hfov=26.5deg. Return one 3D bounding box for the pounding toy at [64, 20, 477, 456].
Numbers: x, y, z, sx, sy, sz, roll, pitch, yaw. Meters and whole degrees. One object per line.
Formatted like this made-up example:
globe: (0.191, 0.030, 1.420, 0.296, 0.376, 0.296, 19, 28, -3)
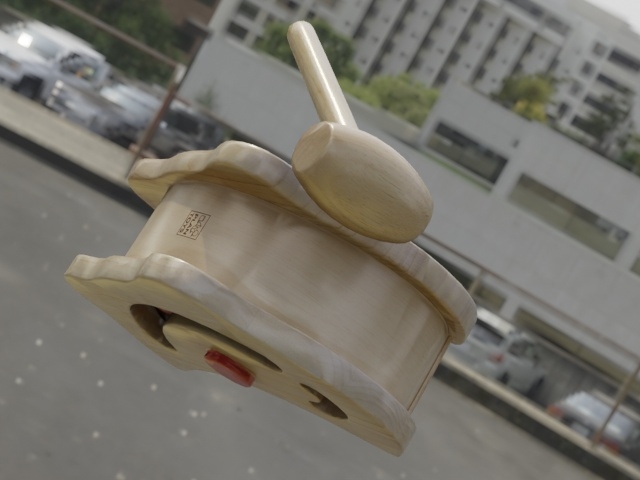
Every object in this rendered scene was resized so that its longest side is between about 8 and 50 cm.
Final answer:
pounding toy: (0.000, 0.000, 0.668, 0.154, 0.155, 0.269, 38, -17, -22)
